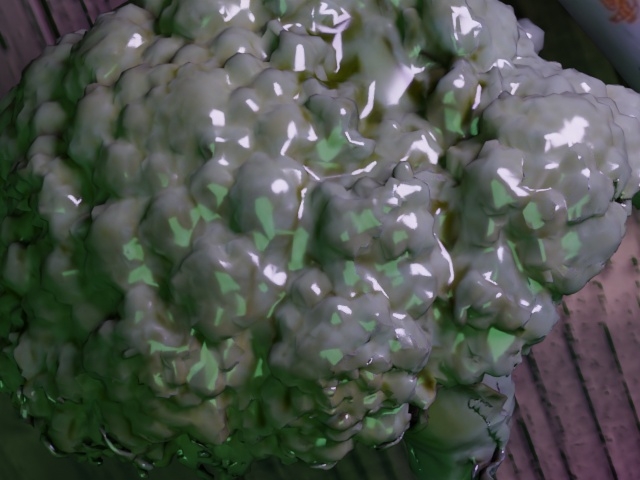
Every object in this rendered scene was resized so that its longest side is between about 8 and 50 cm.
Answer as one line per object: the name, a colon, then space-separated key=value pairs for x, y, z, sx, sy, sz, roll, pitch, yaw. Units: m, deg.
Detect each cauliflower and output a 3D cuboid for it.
cauliflower: x=-0.002 y=-0.020 z=0.782 sx=0.327 sy=0.281 sz=0.260 roll=14 pitch=91 yaw=29

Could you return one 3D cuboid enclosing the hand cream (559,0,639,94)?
hand cream: x=0.135 y=-0.139 z=0.778 sx=0.314 sy=0.089 sz=0.140 roll=39 pitch=113 yaw=-16
